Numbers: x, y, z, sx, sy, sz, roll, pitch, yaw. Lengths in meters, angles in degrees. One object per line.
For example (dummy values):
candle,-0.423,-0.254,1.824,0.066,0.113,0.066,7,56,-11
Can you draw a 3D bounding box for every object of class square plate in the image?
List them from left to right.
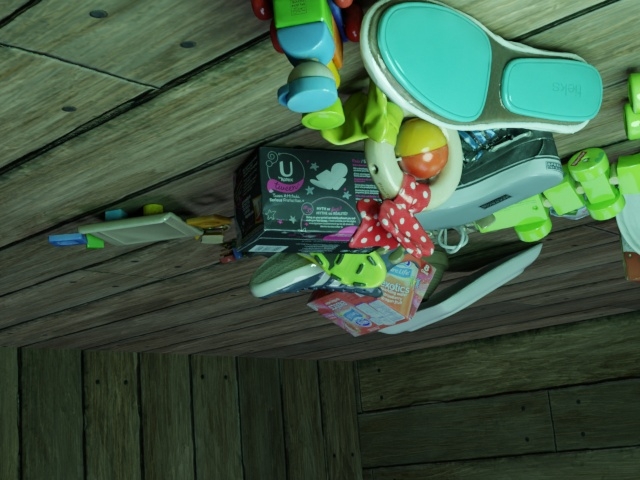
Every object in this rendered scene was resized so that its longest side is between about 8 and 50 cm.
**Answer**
square plate,0.351,0.134,2.429,0.344,0.049,0.347,-28,176,-27

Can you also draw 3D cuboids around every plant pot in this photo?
plant pot,0.207,0.102,2.422,0.237,0.109,0.237,-5,168,-1

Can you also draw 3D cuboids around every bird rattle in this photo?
bird rattle,0.118,-0.106,1.284,0.207,0.253,0.143,-25,-179,-36

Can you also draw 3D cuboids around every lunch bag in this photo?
lunch bag,0.503,-0.071,1.923,0.083,0.053,0.071,-27,158,35

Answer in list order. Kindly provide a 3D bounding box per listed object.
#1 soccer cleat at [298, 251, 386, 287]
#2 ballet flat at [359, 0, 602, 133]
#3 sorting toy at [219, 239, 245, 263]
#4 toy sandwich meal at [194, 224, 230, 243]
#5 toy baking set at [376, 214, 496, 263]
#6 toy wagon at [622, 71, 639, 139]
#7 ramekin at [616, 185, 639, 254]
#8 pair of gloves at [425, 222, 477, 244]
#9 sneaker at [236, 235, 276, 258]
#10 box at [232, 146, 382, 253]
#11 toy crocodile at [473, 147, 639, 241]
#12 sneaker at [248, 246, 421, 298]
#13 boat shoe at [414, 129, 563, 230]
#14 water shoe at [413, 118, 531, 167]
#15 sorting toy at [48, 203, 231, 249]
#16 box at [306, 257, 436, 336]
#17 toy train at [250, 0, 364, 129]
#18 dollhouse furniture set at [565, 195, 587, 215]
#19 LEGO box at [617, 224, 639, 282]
soccer cleat,0.000,-0.001,1.778,0.289,0.093,0.121,24,-162,17
ballet flat,0.174,-0.196,1.172,0.400,0.139,0.139,5,164,-38
sorting toy,-0.177,0.017,2.101,0.102,0.042,0.061,-19,180,7
toy sandwich meal,-0.220,-0.016,1.950,0.086,0.029,0.085,-4,167,-1
toy baking set,0.204,-0.034,1.741,0.256,0.196,0.030,-16,127,28
toy wagon,0.570,-0.201,1.377,0.267,0.068,0.344,-7,167,12
ramekin,0.637,-0.063,1.700,0.109,0.207,0.207,-6,170,-42
pair of gloves,0.275,-0.029,2.009,0.240,0.042,0.204,-12,172,21
sneaker,-0.108,0.005,1.988,0.106,0.078,0.234,-5,163,14
box,-0.005,-0.062,1.597,0.247,0.142,0.163,2,166,-21
toy crocodile,0.420,-0.089,1.702,0.341,0.105,0.115,-18,121,28
sneaker,0.039,0.064,1.890,0.350,0.148,0.131,-22,-155,1
boat shoe,0.248,-0.102,1.600,0.306,0.104,0.113,-25,153,39
water shoe,0.224,-0.146,1.451,0.203,0.080,0.073,-6,167,6
sorting toy,-0.333,-0.031,1.820,0.348,0.047,0.196,-7,171,12
box,0.110,0.106,2.195,0.154,0.142,0.300,35,157,-11
toy train,0.001,-0.186,1.072,0.105,0.143,0.248,-7,166,9
dollhouse furniture set,0.479,-0.112,1.807,0.076,0.058,0.151,2,147,3
LEGO box,0.891,-0.028,1.931,0.500,0.193,0.372,7,162,-40
